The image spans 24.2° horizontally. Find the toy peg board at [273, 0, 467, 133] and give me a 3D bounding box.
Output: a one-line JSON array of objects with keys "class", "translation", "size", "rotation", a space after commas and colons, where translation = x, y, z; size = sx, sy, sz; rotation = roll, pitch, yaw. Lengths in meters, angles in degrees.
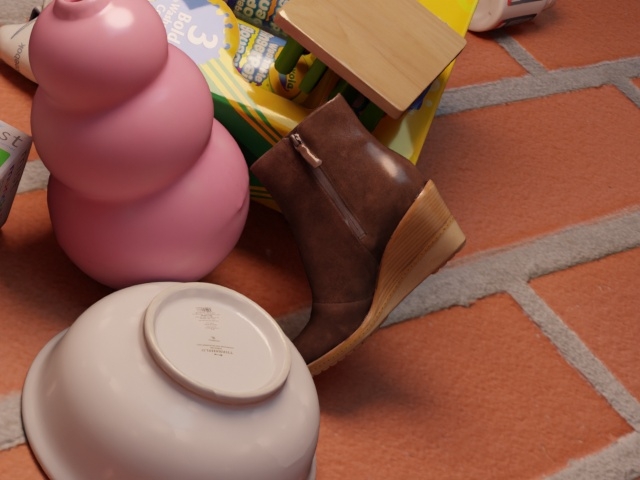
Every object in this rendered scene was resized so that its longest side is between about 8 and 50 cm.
[{"class": "toy peg board", "translation": [0.041, -0.196, 1.554], "size": [0.161, 0.079, 0.160], "rotation": [39, 45, 3]}]

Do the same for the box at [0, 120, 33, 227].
[{"class": "box", "translation": [-0.444, -0.058, 1.411], "size": [0.262, 0.127, 0.231], "rotation": [28, 37, 0]}]

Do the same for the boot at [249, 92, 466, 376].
[{"class": "boot", "translation": [0.000, 0.000, 1.520], "size": [0.207, 0.248, 0.090], "rotation": [46, 9, -4]}]

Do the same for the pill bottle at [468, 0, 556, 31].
[{"class": "pill bottle", "translation": [0.290, -0.387, 2.320], "size": [0.180, 0.108, 0.108], "rotation": [-18, 56, -46]}]

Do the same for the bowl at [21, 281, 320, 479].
[{"class": "bowl", "translation": [-0.116, 0.135, 1.388], "size": [0.298, 0.134, 0.298], "rotation": [19, 37, -15]}]

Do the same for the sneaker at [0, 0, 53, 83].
[{"class": "sneaker", "translation": [-0.270, -0.264, 1.799], "size": [0.129, 0.111, 0.297], "rotation": [27, 32, 16]}]

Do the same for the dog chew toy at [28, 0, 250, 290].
[{"class": "dog chew toy", "translation": [-0.189, -0.105, 1.457], "size": [0.207, 0.332, 0.206], "rotation": [-8, 43, 8]}]

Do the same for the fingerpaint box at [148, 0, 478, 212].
[{"class": "fingerpaint box", "translation": [-0.022, -0.270, 1.702], "size": [0.371, 0.163, 0.445], "rotation": [25, 59, -2]}]
